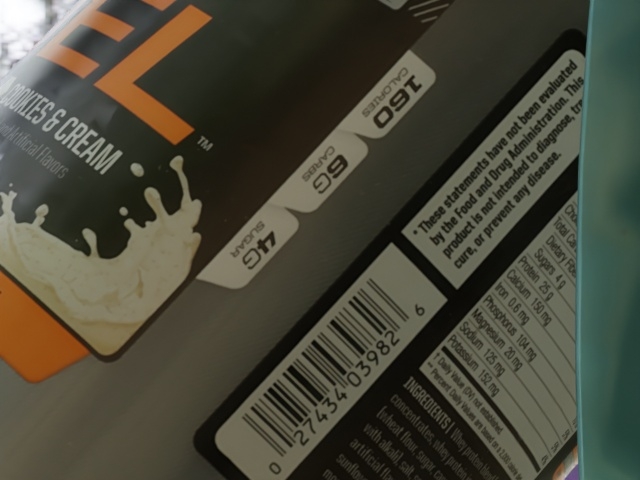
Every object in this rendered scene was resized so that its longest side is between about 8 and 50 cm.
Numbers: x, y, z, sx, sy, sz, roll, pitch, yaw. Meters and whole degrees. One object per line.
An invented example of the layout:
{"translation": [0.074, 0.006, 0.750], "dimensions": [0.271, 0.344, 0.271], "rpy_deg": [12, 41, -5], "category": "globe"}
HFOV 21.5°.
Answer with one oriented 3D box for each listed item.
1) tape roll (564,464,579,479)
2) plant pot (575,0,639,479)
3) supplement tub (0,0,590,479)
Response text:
{"translation": [0.131, 0.082, 0.874], "dimensions": [0.275, 0.090, 0.275], "rpy_deg": [12, -90, -75], "category": "tape roll"}
{"translation": [0.173, -0.021, 0.205], "dimensions": [0.235, 0.293, 0.293], "rpy_deg": [3, -84, -2], "category": "plant pot"}
{"translation": [0.000, 0.000, 0.481], "dimensions": [0.316, 0.193, 0.193], "rpy_deg": [-47, -51, -11], "category": "supplement tub"}
